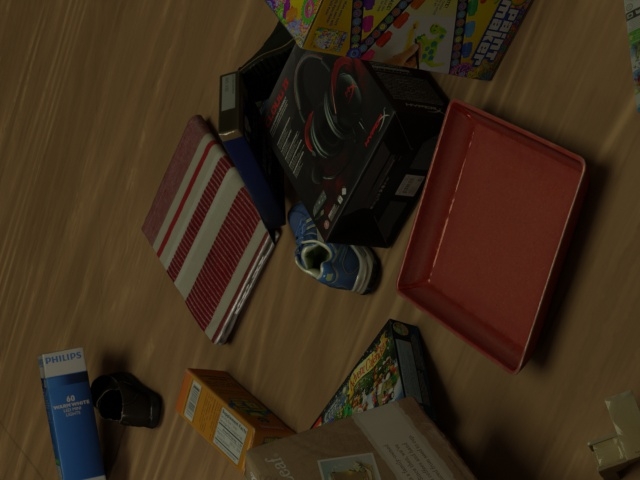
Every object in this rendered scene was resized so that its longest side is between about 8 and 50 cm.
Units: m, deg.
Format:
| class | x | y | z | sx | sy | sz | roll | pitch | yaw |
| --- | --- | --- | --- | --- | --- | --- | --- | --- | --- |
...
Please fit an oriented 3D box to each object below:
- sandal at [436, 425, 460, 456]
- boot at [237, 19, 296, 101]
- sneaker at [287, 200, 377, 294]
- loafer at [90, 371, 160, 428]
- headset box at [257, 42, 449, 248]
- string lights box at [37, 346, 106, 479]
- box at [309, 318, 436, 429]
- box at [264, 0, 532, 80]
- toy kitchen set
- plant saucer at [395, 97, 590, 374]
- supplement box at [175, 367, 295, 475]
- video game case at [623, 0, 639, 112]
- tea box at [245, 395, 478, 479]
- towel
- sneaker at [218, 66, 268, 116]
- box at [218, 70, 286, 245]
| class | x | y | z | sx | sy | sz | roll | pitch | yaw |
| --- | --- | --- | --- | --- | --- | --- | --- | --- | --- |
| sandal | 0.141 | 0.265 | 1.679 | 0.072 | 0.049 | 0.180 | -64 | 23 | 18 |
| boot | -0.054 | -0.296 | 1.995 | 0.198 | 0.077 | 0.137 | -31 | 47 | 10 |
| sneaker | 0.000 | 0.000 | 1.894 | 0.211 | 0.081 | 0.080 | 45 | 124 | 52 |
| loafer | -0.354 | 0.273 | 2.390 | 0.220 | 0.078 | 0.080 | 6 | 90 | 57 |
| headset box | 0.038 | -0.166 | 1.834 | 0.218 | 0.110 | 0.293 | -61 | 40 | 32 |
| string lights box | -0.439 | 0.322 | 2.435 | 0.133 | 0.077 | 0.259 | 163 | 98 | -74 |
| box | 0.062 | 0.236 | 1.763 | 0.233 | 0.044 | 0.159 | -57 | 27 | 35 |
| box | 0.068 | -0.356 | 1.665 | 0.290 | 0.279 | 0.177 | 56 | 131 | 43 |
| toy kitchen set | 0.319 | 0.201 | 1.428 | 0.083 | 0.075 | 0.068 | -21 | 65 | 10 |
| plant saucer | 0.206 | -0.009 | 1.616 | 0.258 | 0.048 | 0.259 | 36 | 114 | 53 |
| supplement box | -0.129 | 0.269 | 2.054 | 0.233 | 0.078 | 0.080 | 34 | 110 | 53 |
| video game case | 0.367 | -0.228 | 1.433 | 0.119 | 0.015 | 0.166 | -22 | 67 | 53 |
| tea box | 0.078 | 0.411 | 1.504 | 0.329 | 0.220 | 0.323 | -128 | 29 | -45 |
| towel | -0.178 | -0.019 | 2.210 | 0.329 | 0.037 | 0.237 | 54 | 126 | 43 |
| sneaker | -0.106 | -0.233 | 2.090 | 0.188 | 0.078 | 0.067 | -37 | 55 | 49 |
| box | -0.090 | -0.115 | 1.963 | 0.136 | 0.037 | 0.225 | -94 | -15 | -47 |
